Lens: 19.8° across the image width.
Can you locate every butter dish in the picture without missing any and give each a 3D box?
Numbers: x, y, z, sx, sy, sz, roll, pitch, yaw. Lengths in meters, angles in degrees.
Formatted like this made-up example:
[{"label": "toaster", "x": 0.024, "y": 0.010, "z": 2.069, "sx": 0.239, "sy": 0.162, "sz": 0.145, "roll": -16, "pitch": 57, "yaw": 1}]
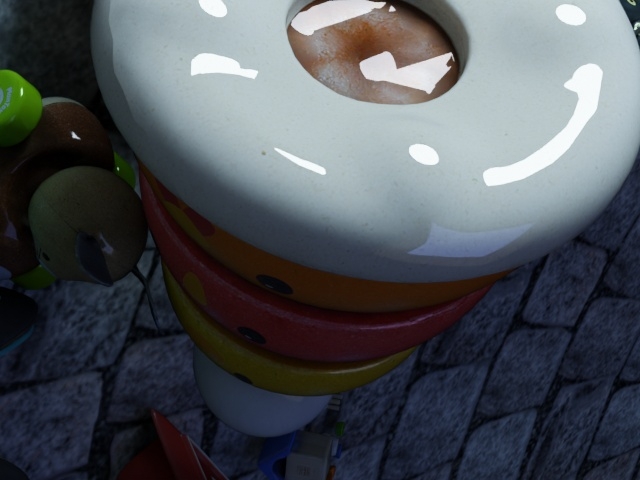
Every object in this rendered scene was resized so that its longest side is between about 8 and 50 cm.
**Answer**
[{"label": "butter dish", "x": -0.132, "y": 0.257, "z": 1.617, "sx": 0.118, "sy": 0.160, "sz": 0.160, "roll": -31, "pitch": 141, "yaw": 3}]

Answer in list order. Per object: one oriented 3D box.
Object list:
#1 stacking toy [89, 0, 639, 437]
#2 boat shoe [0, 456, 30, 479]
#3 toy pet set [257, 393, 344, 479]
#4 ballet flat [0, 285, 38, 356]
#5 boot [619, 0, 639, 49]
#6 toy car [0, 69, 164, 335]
[{"label": "stacking toy", "x": 0.000, "y": 0.000, "z": 1.290, "sx": 0.350, "sy": 0.350, "sz": 0.480, "roll": -31, "pitch": 155, "yaw": -31}, {"label": "boat shoe", "x": -0.327, "y": 0.217, "z": 1.378, "sx": 0.335, "sy": 0.095, "sz": 0.112, "roll": 14, "pitch": 105, "yaw": -52}, {"label": "toy pet set", "x": -0.017, "y": 0.192, "z": 1.770, "sx": 0.114, "sy": 0.065, "sz": 0.122, "roll": -70, "pitch": 168, "yaw": -52}, {"label": "ballet flat", "x": -0.322, "y": 0.073, "z": 1.285, "sx": 0.280, "sy": 0.095, "sz": 0.096, "roll": -28, "pitch": 123, "yaw": -34}, {"label": "boot", "x": 0.198, "y": -0.201, "z": 1.361, "sx": 0.236, "sy": 0.085, "sz": 0.178, "roll": -32, "pitch": 132, "yaw": -30}, {"label": "toy car", "x": -0.181, "y": -0.002, "z": 1.294, "sx": 0.149, "sy": 0.188, "sz": 0.155, "roll": -46, "pitch": 144, "yaw": 2}]
